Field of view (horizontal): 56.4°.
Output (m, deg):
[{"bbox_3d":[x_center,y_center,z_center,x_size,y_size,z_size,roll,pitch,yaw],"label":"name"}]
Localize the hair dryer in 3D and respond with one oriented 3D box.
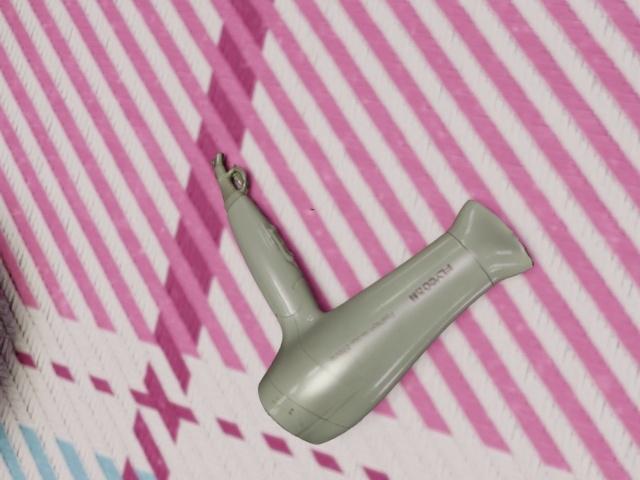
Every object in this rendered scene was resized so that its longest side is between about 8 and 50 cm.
[{"bbox_3d":[0.000,0.000,0.448,0.206,0.075,0.237,-43,69,3],"label":"hair dryer"}]
